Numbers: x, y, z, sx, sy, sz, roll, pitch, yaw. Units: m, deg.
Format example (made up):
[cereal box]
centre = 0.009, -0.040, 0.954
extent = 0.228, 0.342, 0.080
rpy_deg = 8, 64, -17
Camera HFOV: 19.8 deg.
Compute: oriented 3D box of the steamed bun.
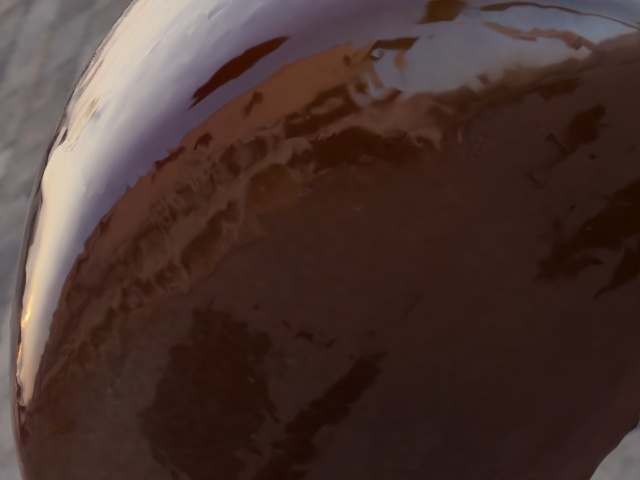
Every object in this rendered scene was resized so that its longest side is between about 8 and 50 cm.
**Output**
[steamed bun]
centre = 0.000, 0.000, 0.797
extent = 0.379, 0.248, 0.235
rpy_deg = -57, 19, 28
